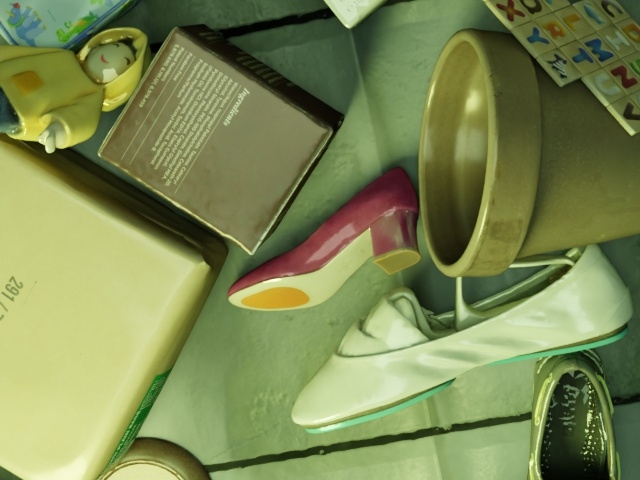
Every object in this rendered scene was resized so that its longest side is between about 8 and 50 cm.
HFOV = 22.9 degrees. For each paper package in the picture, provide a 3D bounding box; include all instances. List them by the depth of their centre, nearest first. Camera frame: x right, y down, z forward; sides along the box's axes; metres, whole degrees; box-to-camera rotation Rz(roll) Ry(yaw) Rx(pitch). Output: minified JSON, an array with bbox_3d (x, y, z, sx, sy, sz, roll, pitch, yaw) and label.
[{"bbox_3d":[-0.306,0.076,1.772,0.309,0.168,0.325,30,100,7],"label":"paper package"}]

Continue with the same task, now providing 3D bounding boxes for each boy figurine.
[{"bbox_3d":[-0.300,-0.156,1.675,0.285,0.177,0.092,-15,136,-26],"label":"boy figurine"}]

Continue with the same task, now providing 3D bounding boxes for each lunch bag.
[{"bbox_3d":[-0.317,-0.319,1.765,0.176,0.090,0.219,-37,94,9],"label":"lunch bag"}]

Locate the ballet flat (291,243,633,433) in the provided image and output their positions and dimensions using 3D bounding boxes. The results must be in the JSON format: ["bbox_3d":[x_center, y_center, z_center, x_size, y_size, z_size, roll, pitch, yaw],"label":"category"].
[{"bbox_3d":[0.145,0.094,1.757,0.400,0.139,0.139,-18,96,2],"label":"ballet flat"}]

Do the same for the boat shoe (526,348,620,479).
[{"bbox_3d":[0.285,0.270,1.791,0.109,0.091,0.305,-2,98,6],"label":"boat shoe"}]

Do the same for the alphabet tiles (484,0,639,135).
[{"bbox_3d":[0.277,-0.213,1.652,0.237,0.198,0.009,50,132,12],"label":"alphabet tiles"}]

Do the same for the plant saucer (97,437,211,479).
[{"bbox_3d":[-0.208,0.320,1.881,0.168,0.029,0.168,1,98,6],"label":"plant saucer"}]

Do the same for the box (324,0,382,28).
[{"bbox_3d":[0.064,-0.329,1.678,0.181,0.182,0.119,-41,93,10],"label":"box"}]

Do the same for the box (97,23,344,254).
[{"bbox_3d":[-0.105,-0.116,1.734,0.203,0.168,0.167,33,100,1],"label":"box"}]

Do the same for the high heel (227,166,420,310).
[{"bbox_3d":[0.000,0.000,1.805,0.244,0.082,0.117,-22,56,25],"label":"high heel"}]

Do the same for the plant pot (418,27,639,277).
[{"bbox_3d":[0.247,-0.087,1.680,0.229,0.263,0.263,3,99,-12],"label":"plant pot"}]
